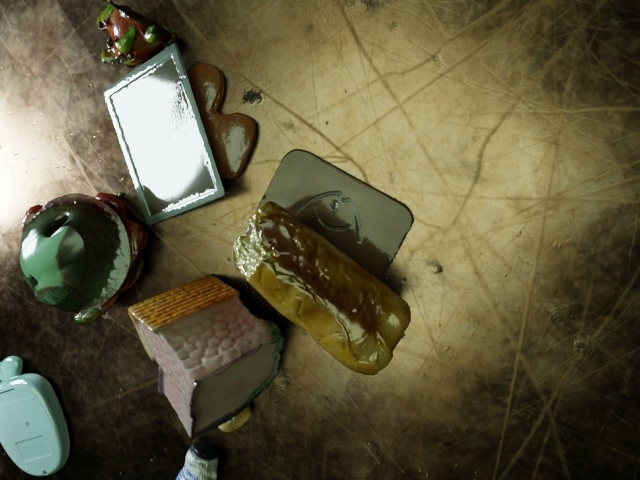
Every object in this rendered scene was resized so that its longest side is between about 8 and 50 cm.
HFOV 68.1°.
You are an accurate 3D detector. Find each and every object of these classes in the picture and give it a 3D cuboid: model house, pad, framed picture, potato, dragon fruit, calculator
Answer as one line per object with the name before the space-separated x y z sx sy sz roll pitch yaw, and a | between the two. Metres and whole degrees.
model house | -0.226 0.207 0.932 0.237 0.202 0.237 44 142 26
pad | 0.000 0.000 0.931 0.286 0.018 0.284 30 103 6
framed picture | -0.311 -0.198 0.940 0.232 0.019 0.297 -15 94 31
potato | -0.188 0.368 1.002 0.083 0.062 0.068 -25 108 -8
dragon fruit | -0.505 0.030 0.987 0.295 0.130 0.269 -28 96 13
dragon fruit | -0.355 -0.391 0.909 0.138 0.142 0.175 30 134 -25
calculator | -0.691 0.416 1.113 0.183 0.042 0.296 -19 94 13

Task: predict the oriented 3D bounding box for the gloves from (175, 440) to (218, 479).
gloves | -0.278 0.551 1.031 0.119 0.097 0.230 20 108 39

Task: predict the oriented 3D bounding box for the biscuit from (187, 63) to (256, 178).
biscuit | -0.210 -0.237 0.934 0.192 0.036 0.186 30 101 6

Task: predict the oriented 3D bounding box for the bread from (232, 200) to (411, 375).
bread | -0.005 0.087 0.841 0.343 0.195 0.149 38 83 5
